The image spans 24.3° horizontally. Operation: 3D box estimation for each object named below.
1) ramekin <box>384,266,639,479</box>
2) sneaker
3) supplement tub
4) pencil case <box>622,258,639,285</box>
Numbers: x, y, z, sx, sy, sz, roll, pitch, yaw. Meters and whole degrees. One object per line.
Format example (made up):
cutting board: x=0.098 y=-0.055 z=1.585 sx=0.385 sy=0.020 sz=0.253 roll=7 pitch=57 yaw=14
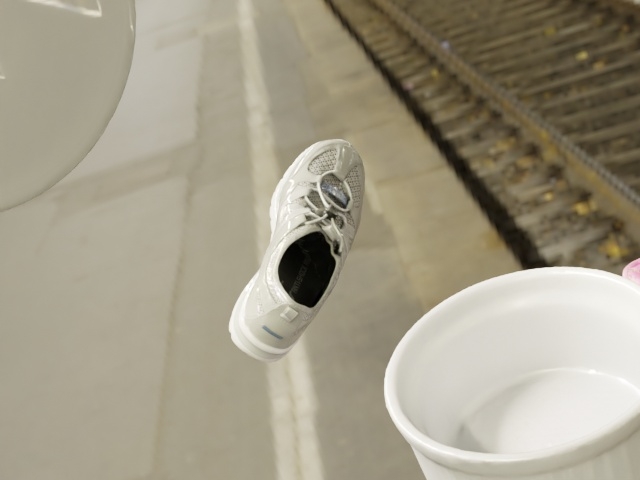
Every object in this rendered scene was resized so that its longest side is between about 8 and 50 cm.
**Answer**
ramekin: x=0.211 y=0.160 z=1.423 sx=0.277 sy=0.135 sz=0.277 roll=-14 pitch=33 yaw=9
sneaker: x=0.000 y=0.000 z=1.596 sx=0.115 sy=0.105 sz=0.281 roll=-38 pitch=28 yaw=53
supplement tub: x=-0.287 y=-0.155 z=0.910 sx=0.235 sy=0.235 sz=0.325 roll=-29 pitch=36 yaw=-33
pencil case: x=0.479 y=0.194 z=1.827 sx=0.160 sy=0.386 sz=0.167 roll=-24 pitch=19 yaw=-28
